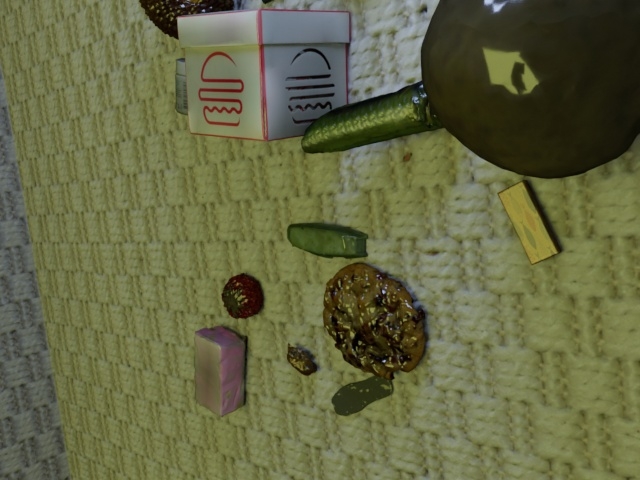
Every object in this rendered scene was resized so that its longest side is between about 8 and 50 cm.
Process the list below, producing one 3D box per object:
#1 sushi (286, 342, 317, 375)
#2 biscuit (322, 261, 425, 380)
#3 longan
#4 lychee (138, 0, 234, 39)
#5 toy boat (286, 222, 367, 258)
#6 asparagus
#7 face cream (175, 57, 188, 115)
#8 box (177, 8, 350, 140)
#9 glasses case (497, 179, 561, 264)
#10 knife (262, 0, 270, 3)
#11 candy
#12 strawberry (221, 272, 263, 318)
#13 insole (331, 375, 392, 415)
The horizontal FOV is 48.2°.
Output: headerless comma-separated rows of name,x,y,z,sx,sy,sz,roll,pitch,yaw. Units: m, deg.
sushi,-0.056,0.344,2.073,0.118,0.061,0.060,34,115,11
biscuit,0.123,0.215,1.847,0.334,0.081,0.289,21,113,41
longan,0.378,-0.319,1.245,0.436,0.404,0.404,46,128,30
lychee,-0.376,-0.692,2.013,0.267,0.267,0.267,12,108,42
toy boat,0.000,0.000,1.933,0.293,0.055,0.093,10,104,43
asparagus,0.131,-0.280,1.644,0.382,0.108,0.128,-10,50,34
face cream,-0.330,-0.442,2.069,0.177,0.177,0.153,21,116,40
box,-0.134,-0.417,1.788,0.312,0.314,0.300,13,111,42
glasses case,0.440,-0.039,1.501,0.064,0.041,0.170,-30,78,33
knife,-0.098,-0.659,1.907,0.170,0.010,0.023,-4,96,43
candy,-0.326,0.419,2.314,0.155,0.116,0.265,17,113,38
strawberry,-0.246,0.173,2.195,0.145,0.086,0.145,15,112,41
insole,0.110,0.422,1.954,0.248,0.011,0.081,-35,76,44
